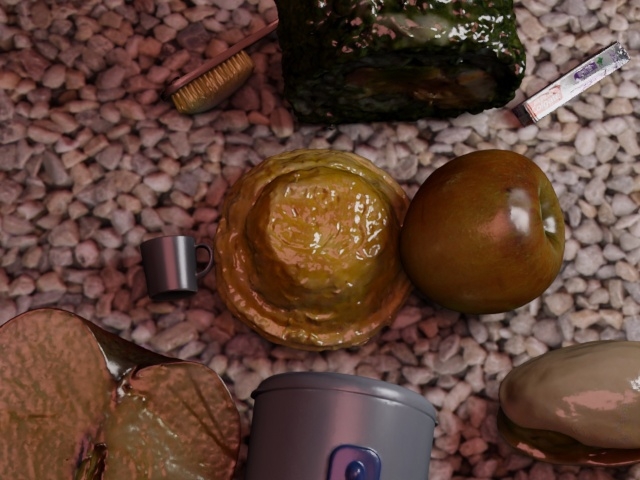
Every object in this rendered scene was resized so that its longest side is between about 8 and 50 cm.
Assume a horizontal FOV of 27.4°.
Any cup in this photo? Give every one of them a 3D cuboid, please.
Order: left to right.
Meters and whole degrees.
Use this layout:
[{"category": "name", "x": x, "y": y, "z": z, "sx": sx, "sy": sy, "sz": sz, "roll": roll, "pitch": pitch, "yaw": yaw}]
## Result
[{"category": "cup", "x": -0.196, "y": 0.038, "z": 1.819, "sx": 0.100, "sy": 0.078, "sz": 0.077, "roll": -10, "pitch": 76, "yaw": 6}]

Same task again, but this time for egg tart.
[{"category": "egg tart", "x": 0.000, "y": 0.000, "z": 1.831, "sx": 0.319, "sy": 0.128, "sz": 0.319, "roll": 3, "pitch": 71, "yaw": -8}]

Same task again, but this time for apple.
[{"category": "apple", "x": -0.291, "y": 0.279, "z": 1.621, "sx": 0.329, "sy": 0.295, "sz": 0.365, "roll": 3, "pitch": 71, "yaw": 23}, {"category": "apple", "x": 0.220, "y": -0.010, "z": 1.814, "sx": 0.208, "sy": 0.237, "sz": 0.237, "roll": -12, "pitch": 68, "yaw": 28}]

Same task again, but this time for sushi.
[{"category": "sushi", "x": 0.115, "y": -0.288, "z": 1.858, "sx": 0.352, "sy": 0.294, "sz": 0.178, "roll": -3, "pitch": 75, "yaw": -11}]

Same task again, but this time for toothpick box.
[{"category": "toothpick box", "x": 0.012, "y": 0.357, "z": 1.637, "sx": 0.263, "sy": 0.263, "sz": 0.354, "roll": 10, "pitch": 71, "yaw": -3}]

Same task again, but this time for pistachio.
[{"category": "pistachio", "x": 0.381, "y": 0.210, "z": 1.786, "sx": 0.288, "sy": 0.166, "sz": 0.197, "roll": -2, "pitch": 47, "yaw": -3}]

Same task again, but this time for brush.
[{"category": "brush", "x": -0.100, "y": -0.278, "z": 1.958, "sx": 0.313, "sy": 0.072, "sz": 0.067, "roll": -37, "pitch": 101, "yaw": -20}]

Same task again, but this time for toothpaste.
[{"category": "toothpaste", "x": 0.382, "y": -0.239, "z": 2.004, "sx": 0.196, "sy": 0.047, "sz": 0.040, "roll": -33, "pitch": 92, "yaw": -16}]
